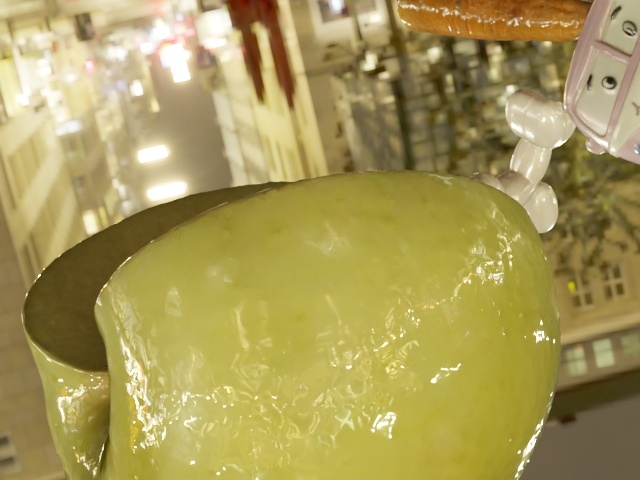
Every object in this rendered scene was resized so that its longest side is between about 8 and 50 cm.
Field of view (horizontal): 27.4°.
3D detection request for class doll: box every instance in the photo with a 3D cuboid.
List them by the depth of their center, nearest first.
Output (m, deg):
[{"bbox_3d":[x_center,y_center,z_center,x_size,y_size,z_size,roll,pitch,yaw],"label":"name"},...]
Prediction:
[{"bbox_3d":[0.183,-0.064,1.206,0.059,0.160,0.161,32,-133,31],"label":"doll"}]

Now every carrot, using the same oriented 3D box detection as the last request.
[{"bbox_3d":[0.168,-0.199,1.138,0.210,0.061,0.061,16,-154,35],"label":"carrot"}]

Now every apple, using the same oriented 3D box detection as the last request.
[{"bbox_3d":[-0.011,0.082,0.720,0.258,0.233,0.295,-8,-177,-28],"label":"apple"}]

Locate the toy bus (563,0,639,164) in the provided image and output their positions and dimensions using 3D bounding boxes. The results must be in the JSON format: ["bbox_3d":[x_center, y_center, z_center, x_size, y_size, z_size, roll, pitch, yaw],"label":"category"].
[{"bbox_3d":[0.265,-0.127,0.945,0.142,0.142,0.202,25,-159,17],"label":"toy bus"}]
